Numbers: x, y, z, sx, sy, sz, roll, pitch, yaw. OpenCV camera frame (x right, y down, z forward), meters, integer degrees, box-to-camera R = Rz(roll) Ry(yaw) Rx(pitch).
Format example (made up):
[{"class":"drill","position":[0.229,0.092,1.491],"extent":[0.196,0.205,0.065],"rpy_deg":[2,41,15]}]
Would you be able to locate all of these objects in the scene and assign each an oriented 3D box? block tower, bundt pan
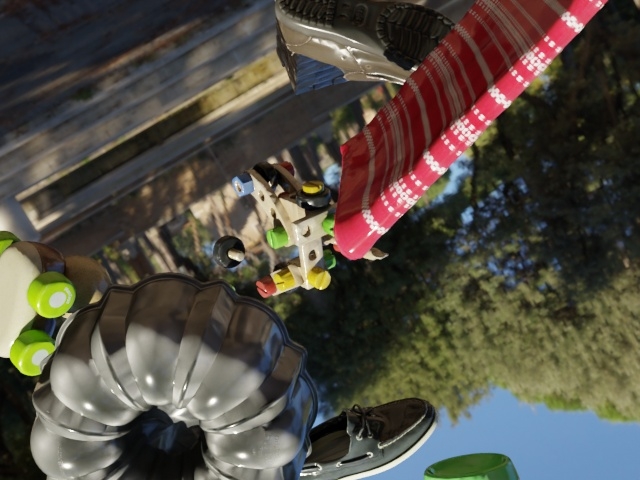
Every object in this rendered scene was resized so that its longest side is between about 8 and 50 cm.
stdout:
[{"class":"block tower","position":[-0.005,-0.308,0.996],"extent":[0.091,0.097,0.335],"rpy_deg":[-18,165,-7]},{"class":"bundt pan","position":[-0.166,0.208,0.846],"extent":[0.331,0.331,0.124],"rpy_deg":[-29,-169,6]}]

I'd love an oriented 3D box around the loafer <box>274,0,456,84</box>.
[{"class":"loafer","position":[0.059,-0.204,0.808],"extent":[0.078,0.220,0.080],"rpy_deg":[105,8,-65]}]

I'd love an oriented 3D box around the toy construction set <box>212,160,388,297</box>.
[{"class":"toy construction set","position":[0.000,0.000,1.353],"extent":[0.309,0.257,0.237],"rpy_deg":[5,-174,-40]}]

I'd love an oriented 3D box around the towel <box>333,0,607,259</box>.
[{"class":"towel","position":[0.104,-0.123,0.570],"extent":[0.275,0.031,0.199],"rpy_deg":[-48,-164,25]}]

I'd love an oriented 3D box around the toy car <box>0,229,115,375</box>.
[{"class":"toy car","position":[-0.327,0.077,0.998],"extent":[0.155,0.149,0.188],"rpy_deg":[30,-165,36]}]

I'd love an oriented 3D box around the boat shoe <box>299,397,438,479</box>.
[{"class":"boat shoe","position":[0.055,0.372,1.466],"extent":[0.340,0.113,0.127],"rpy_deg":[-24,-150,8]}]

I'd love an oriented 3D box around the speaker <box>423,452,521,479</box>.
[{"class":"speaker","position":[0.207,0.418,0.933],"extent":[0.131,0.296,0.131],"rpy_deg":[-11,175,-1]}]
